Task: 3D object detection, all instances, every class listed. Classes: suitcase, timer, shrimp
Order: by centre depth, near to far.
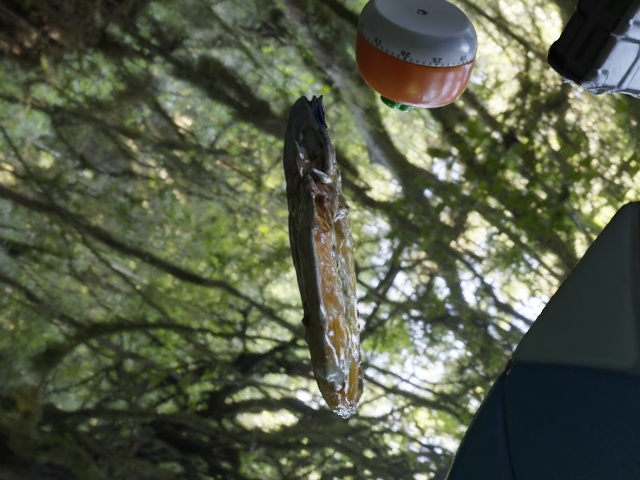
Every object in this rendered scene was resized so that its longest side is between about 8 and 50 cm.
[{"bbox_3d":[0.000,0.000,0.812,0.164,0.062,0.316,76,6,-73],"label":"shrimp"},{"bbox_3d":[0.096,-0.187,0.933,0.099,0.136,0.136,-36,-162,-26],"label":"timer"},{"bbox_3d":[0.371,-0.244,0.946,0.066,0.286,0.206,47,-57,31],"label":"suitcase"}]

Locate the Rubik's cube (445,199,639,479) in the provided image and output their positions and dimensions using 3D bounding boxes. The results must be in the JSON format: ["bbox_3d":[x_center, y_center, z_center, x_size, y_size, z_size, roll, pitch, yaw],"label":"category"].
[{"bbox_3d":[0.194,0.056,0.297,0.254,0.254,0.254,-39,-146,33],"label":"Rubik's cube"}]
